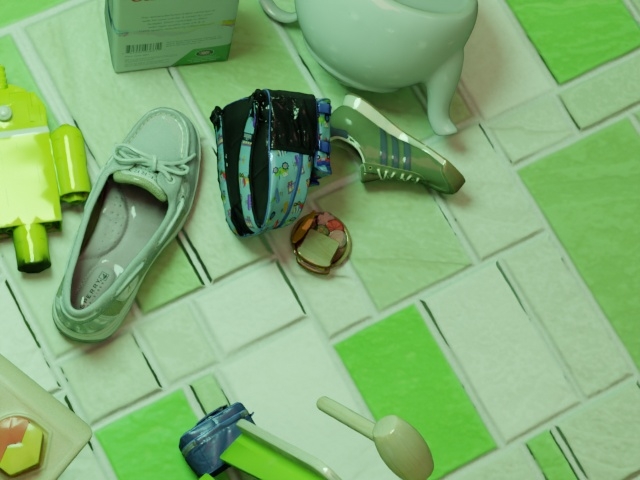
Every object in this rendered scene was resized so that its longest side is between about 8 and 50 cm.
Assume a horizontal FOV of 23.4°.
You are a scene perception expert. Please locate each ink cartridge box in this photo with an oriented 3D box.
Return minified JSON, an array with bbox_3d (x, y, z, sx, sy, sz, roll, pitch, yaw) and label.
[{"bbox_3d":[-0.186,-0.303,1.925,0.154,0.212,0.093,-8,72,-11],"label":"ink cartridge box"}]

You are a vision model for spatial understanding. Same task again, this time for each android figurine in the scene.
[{"bbox_3d":[-0.411,-0.088,1.899,0.248,0.056,0.272,-6,74,-11],"label":"android figurine"}]

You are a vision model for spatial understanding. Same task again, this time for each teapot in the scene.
[{"bbox_3d":[0.062,-0.281,1.982,0.253,0.187,0.256,9,41,-26],"label":"teapot"}]

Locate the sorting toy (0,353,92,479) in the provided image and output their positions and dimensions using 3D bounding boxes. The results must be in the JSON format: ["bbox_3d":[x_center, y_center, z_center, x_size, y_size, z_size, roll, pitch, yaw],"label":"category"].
[{"bbox_3d":[-0.369,0.213,1.585,0.193,0.038,0.208,38,69,5],"label":"sorting toy"}]

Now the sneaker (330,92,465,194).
[{"bbox_3d":[0.085,-0.100,1.982,0.192,0.064,0.086,37,77,5],"label":"sneaker"}]

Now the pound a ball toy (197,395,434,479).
[{"bbox_3d":[-0.009,0.275,1.653,0.208,0.319,0.135,-44,109,-14],"label":"pound a ball toy"}]

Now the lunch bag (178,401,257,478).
[{"bbox_3d":[-0.117,0.232,1.824,0.098,0.067,0.065,-31,79,-20],"label":"lunch bag"}]

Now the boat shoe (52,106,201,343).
[{"bbox_3d":[-0.232,-0.030,1.879,0.118,0.103,0.320,26,69,1],"label":"boat shoe"}]

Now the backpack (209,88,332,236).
[{"bbox_3d":[-0.059,-0.091,1.907,0.117,0.158,0.173,2,83,-27],"label":"backpack"}]

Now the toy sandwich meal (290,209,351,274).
[{"bbox_3d":[0.000,0.000,1.946,0.086,0.029,0.085,3,70,-8],"label":"toy sandwich meal"}]
